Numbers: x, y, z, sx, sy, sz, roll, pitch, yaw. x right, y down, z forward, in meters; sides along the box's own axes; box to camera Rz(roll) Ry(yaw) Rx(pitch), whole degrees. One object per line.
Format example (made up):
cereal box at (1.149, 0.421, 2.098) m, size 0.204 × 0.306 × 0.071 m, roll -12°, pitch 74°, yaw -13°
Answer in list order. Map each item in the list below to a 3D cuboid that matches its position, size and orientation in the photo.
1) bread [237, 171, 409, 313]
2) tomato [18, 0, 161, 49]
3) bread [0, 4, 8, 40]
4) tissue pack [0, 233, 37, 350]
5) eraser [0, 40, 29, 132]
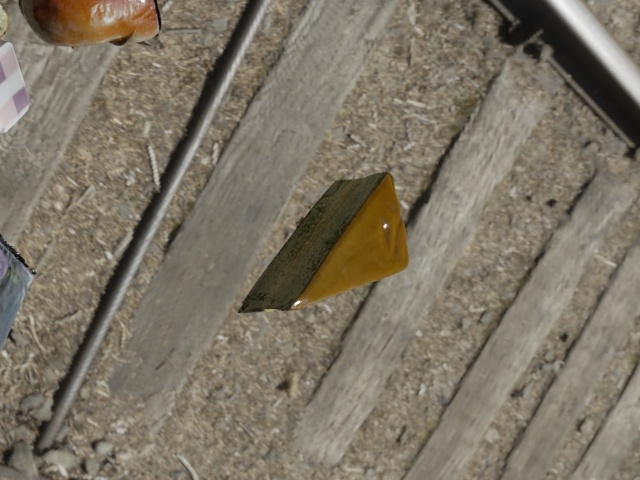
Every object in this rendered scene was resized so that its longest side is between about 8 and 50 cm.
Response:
bread at (-0.004, 0.001, 0.666) m, size 0.139 × 0.074 × 0.084 m, roll -18°, pitch 99°, yaw -40°
tomato at (-0.351, -0.349, 1.205) m, size 0.155 × 0.214 × 0.180 m, roll -29°, pitch 121°, yaw -27°
bread at (-0.353, -0.210, 0.818) m, size 0.070 × 0.083 × 0.076 m, roll -14°, pitch 123°, yaw 10°
tissue pack at (-0.712, 0.162, 1.622) m, size 0.259 × 0.122 × 0.361 m, roll 76°, pitch 25°, yaw -60°
eraser at (-0.390, -0.186, 1.007) m, size 0.105 × 0.026 × 0.065 m, roll 92°, pitch 20°, yaw -50°
